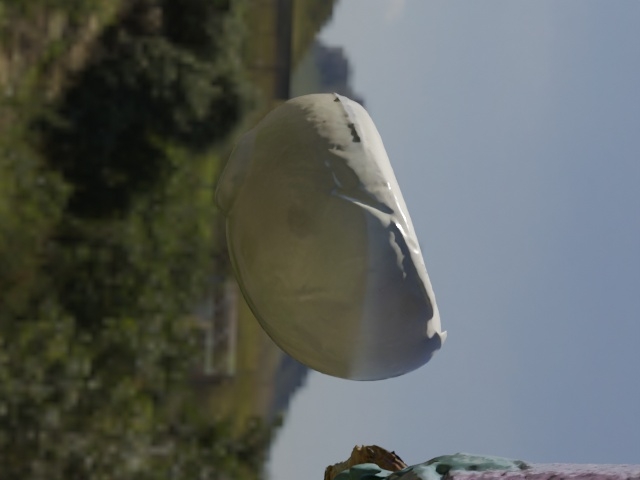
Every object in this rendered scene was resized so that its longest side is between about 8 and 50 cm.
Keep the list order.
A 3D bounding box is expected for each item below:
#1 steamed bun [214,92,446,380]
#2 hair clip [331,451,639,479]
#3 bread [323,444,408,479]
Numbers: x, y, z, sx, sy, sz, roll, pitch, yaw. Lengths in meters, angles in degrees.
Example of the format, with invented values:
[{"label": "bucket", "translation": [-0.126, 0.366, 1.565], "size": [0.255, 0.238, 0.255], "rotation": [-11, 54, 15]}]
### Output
[{"label": "steamed bun", "translation": [0.000, 0.000, 1.333], "size": [0.177, 0.131, 0.228], "rotation": [71, -1, -52]}, {"label": "hair clip", "translation": [0.139, 0.092, 0.571], "size": [0.358, 0.110, 0.095], "rotation": [-20, -147, 50]}, {"label": "bread", "translation": [0.057, 0.245, 1.698], "size": [0.044, 0.126, 0.129], "rotation": [-47, -174, -29]}]
